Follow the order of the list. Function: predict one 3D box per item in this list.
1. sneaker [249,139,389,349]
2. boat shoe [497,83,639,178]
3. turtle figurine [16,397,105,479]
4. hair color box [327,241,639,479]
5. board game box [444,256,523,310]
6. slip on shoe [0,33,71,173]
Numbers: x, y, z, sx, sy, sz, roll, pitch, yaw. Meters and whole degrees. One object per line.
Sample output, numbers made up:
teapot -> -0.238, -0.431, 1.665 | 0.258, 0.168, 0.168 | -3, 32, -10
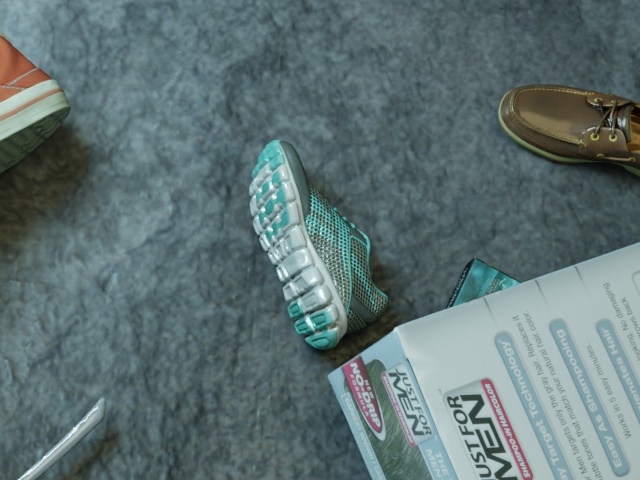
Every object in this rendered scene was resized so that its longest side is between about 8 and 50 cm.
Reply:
sneaker -> 0.000, 0.000, 1.321 | 0.076, 0.065, 0.166 | -12, 79, -34
boat shoe -> 0.234, -0.094, 1.399 | 0.178, 0.060, 0.064 | 15, 70, -9
turtle figurine -> -0.288, 0.192, 1.108 | 0.274, 0.198, 0.266 | 9, 75, -7
hair color box -> 0.212, 0.112, 1.260 | 0.374, 0.113, 0.185 | -17, 78, -32
board game box -> 0.133, 0.122, 1.325 | 0.126, 0.026, 0.186 | 29, 68, -4
slip on shoe -> -0.312, -0.064, 1.178 | 0.101, 0.123, 0.331 | 51, 41, 4
